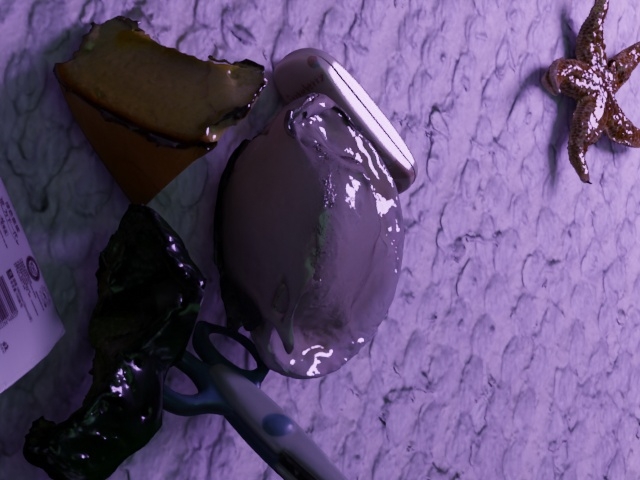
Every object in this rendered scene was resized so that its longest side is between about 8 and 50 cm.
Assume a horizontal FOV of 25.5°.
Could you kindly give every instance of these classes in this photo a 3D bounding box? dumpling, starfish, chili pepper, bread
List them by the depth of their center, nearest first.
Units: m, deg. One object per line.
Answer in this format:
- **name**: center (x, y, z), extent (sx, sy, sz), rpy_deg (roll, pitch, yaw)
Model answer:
- **chili pepper**: center (-0.168, 0.101, 1.269), extent (0.116, 0.148, 0.265), rpy_deg (13, 65, 5)
- **bread**: center (-0.145, -0.133, 1.317), extent (0.140, 0.160, 0.169), rpy_deg (-49, 116, -34)
- **dumpling**: center (-0.018, -0.001, 1.439), extent (0.204, 0.163, 0.293), rpy_deg (36, 56, -68)
- **starfish**: center (0.371, -0.196, 1.848), extent (0.235, 0.062, 0.277), rpy_deg (18, 71, -40)

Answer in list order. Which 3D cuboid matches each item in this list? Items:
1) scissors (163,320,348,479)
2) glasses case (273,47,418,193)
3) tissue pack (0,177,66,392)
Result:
- **scissors**: center (-0.050, 0.179, 1.328), extent (0.138, 0.289, 0.041), rpy_deg (-21, 142, -43)
- **glasses case**: center (0.028, -0.125, 1.524), extent (0.204, 0.081, 0.051), rpy_deg (48, 52, -25)
- **tissue pack**: center (-0.336, 0.018, 1.164), extent (0.159, 0.145, 0.229), rpy_deg (-56, 127, -69)
